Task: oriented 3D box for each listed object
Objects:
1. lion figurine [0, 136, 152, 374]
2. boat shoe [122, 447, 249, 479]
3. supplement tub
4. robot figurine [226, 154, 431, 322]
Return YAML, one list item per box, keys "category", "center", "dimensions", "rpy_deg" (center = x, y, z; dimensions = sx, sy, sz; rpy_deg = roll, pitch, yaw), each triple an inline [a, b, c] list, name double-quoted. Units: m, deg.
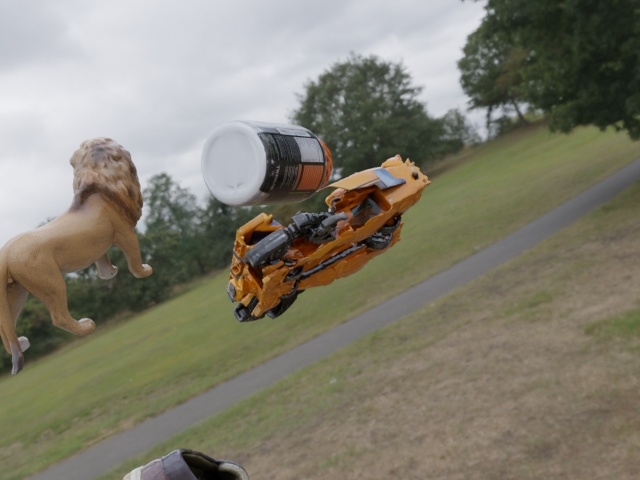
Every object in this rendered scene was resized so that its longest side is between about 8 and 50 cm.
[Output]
- category: "lion figurine"
  center: [-0.408, 0.005, 1.095]
  dimensions: [0.142, 0.240, 0.392]
  rpy_deg: [1, 32, 19]
- category: "boat shoe"
  center: [-0.129, 0.330, 0.864]
  dimensions: [0.092, 0.103, 0.285]
  rpy_deg: [-35, -40, 8]
- category: "supplement tub"
  center: [-0.068, -0.108, 0.956]
  dimensions: [0.117, 0.117, 0.190]
  rpy_deg: [-23, -7, 29]
- category: "robot figurine"
  center: [0.000, 0.000, 0.872]
  dimensions: [0.291, 0.085, 0.211]
  rpy_deg: [-25, -26, -28]
